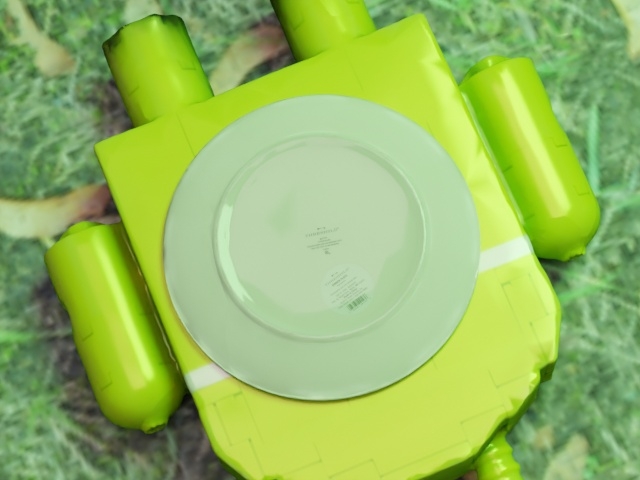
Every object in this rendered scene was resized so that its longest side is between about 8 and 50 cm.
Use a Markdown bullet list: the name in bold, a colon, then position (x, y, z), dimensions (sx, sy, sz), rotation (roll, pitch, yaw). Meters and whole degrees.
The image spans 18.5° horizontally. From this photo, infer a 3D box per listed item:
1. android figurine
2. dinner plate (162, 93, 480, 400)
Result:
- **android figurine**: position (0.005, 0.007, 0.897), dimensions (0.248, 0.056, 0.273), rotation (-24, 75, -4)
- **dinner plate**: position (0.000, 0.000, 0.863), dimensions (0.141, 0.017, 0.141), rotation (-1, 75, 3)
